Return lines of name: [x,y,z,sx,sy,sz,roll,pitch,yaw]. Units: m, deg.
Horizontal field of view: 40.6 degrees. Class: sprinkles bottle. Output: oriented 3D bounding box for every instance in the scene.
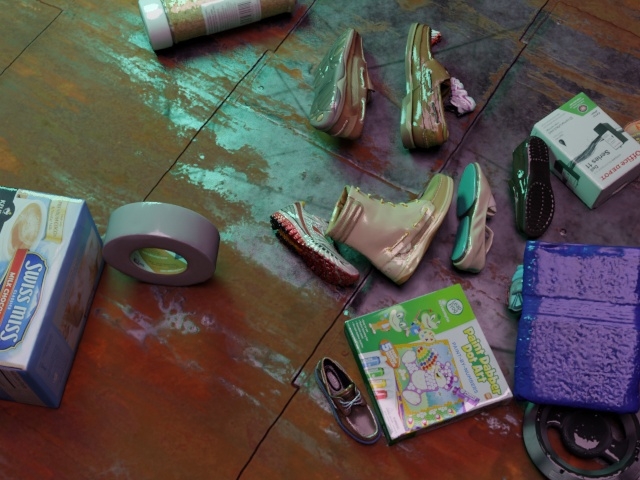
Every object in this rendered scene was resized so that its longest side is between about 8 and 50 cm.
sprinkles bottle: [-0.242,-0.550,2.031,0.355,0.121,0.121,-18,63,-10]

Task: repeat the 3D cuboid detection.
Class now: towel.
towel: [0.482,0.157,1.599,0.227,0.076,0.308,5,79,17]

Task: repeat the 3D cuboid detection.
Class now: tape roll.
tape roll: [-0.307,0.011,1.673,0.219,0.219,0.072,5,61,2]

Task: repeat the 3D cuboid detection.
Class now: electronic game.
electronic game: [0.487,0.355,1.586,0.229,0.048,0.229,-3,55,4]

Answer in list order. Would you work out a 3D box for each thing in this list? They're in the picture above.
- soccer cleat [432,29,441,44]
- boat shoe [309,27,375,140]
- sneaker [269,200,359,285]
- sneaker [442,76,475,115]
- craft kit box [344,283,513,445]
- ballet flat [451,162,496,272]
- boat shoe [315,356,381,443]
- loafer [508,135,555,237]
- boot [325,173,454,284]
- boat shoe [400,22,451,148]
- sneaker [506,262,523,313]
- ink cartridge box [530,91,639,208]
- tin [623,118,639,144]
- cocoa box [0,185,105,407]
soccer cleat: [0.250,-0.471,2.043,0.083,0.029,0.035,-38,59,-22]
boat shoe: [0.058,-0.345,1.938,0.116,0.123,0.325,29,50,-22]
sneaker: [0.000,0.000,1.755,0.092,0.088,0.225,-38,69,-22]
sneaker: [0.298,-0.322,1.955,0.069,0.038,0.098,-28,65,-15]
craft kit box: [0.201,0.233,1.650,0.246,0.061,0.250,-17,63,-12]
ballet flat: [0.324,-0.044,1.793,0.086,0.086,0.249,11,64,6]
boat shoe: [0.047,0.296,1.607,0.066,0.066,0.183,-33,67,-16]
loafer: [0.442,-0.108,1.829,0.080,0.078,0.220,14,72,-25]
boot: [0.142,-0.067,1.758,0.203,0.095,0.262,32,71,-6]
boat shoe: [0.243,-0.344,1.922,0.104,0.111,0.308,-1,73,17]
sneaker: [0.486,0.149,1.686,0.261,0.104,0.125,25,82,17]
ink cartridge box: [0.574,-0.193,1.859,0.153,0.087,0.208,-34,68,-16]
tin: [0.750,-0.228,1.908,0.189,0.040,0.106,-18,67,-9]
cocoa box: [-0.569,0.104,1.616,0.227,0.231,0.347,9,63,4]
